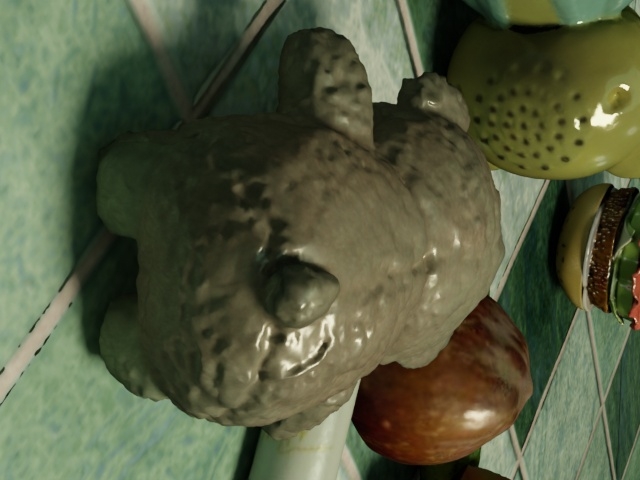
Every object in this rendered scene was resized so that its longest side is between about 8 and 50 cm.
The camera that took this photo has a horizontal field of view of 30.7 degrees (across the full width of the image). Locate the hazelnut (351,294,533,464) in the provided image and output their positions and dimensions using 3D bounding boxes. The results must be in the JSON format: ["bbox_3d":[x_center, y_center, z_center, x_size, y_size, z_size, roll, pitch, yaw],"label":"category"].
[{"bbox_3d":[0.085,0.098,0.851,0.154,0.143,0.143,-50,144,-71],"label":"hazelnut"}]

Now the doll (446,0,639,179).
[{"bbox_3d":[0.182,-0.171,0.912,0.161,0.177,0.260,-48,137,-52],"label":"doll"}]

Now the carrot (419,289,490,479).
[{"bbox_3d":[0.107,0.104,0.982,0.074,0.074,0.358,-40,135,-51],"label":"carrot"}]

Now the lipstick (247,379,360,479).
[{"bbox_3d":[-0.019,0.159,0.770,0.059,0.059,0.264,31,71,-61],"label":"lipstick"}]

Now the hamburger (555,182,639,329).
[{"bbox_3d":[0.333,0.011,1.294,0.175,0.137,0.175,-45,141,-52],"label":"hamburger"}]

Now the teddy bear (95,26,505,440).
[{"bbox_3d":[0.000,0.000,0.653,0.267,0.151,0.236,-26,123,-56],"label":"teddy bear"}]

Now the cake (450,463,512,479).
[{"bbox_3d":[0.109,0.313,0.972,0.185,0.178,0.207,7,54,-49],"label":"cake"}]
